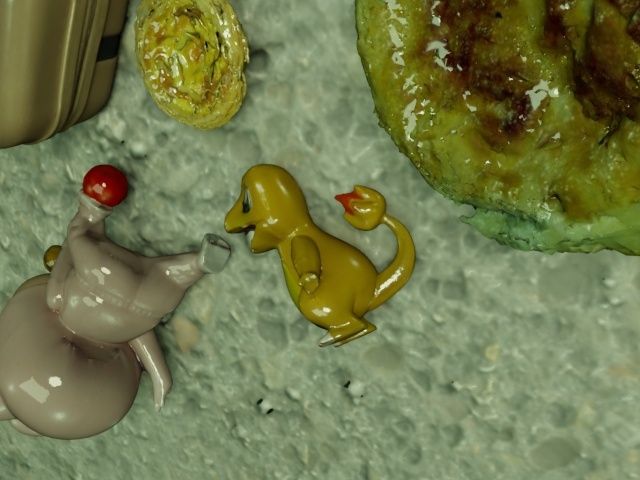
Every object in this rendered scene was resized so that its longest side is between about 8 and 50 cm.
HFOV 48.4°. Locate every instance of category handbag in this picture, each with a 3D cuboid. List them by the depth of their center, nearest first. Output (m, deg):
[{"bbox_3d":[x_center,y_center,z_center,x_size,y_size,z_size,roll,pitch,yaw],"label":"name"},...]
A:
[{"bbox_3d":[-0.308,-0.258,0.613,0.301,0.149,0.283,35,125,12],"label":"handbag"}]

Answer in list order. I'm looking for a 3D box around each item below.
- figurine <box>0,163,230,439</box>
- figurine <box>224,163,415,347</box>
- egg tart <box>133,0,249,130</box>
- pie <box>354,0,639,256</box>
[{"bbox_3d":[-0.227,0.073,0.734,0.287,0.176,0.186,-58,38,17],"label":"figurine"},{"bbox_3d":[0.002,-0.004,0.609,0.122,0.121,0.176,-43,78,6],"label":"figurine"},{"bbox_3d":[-0.105,-0.161,0.609,0.128,0.049,0.129,14,119,28],"label":"egg tart"},{"bbox_3d":[0.128,-0.150,0.393,0.355,0.102,0.288,63,151,16],"label":"pie"}]
